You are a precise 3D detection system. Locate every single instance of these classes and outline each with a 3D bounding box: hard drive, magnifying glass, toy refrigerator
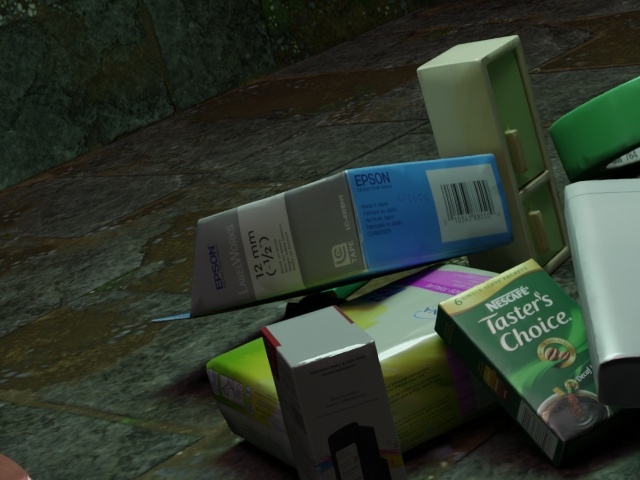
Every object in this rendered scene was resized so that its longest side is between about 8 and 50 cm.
[{"bbox_3d":[0.332,0.031,1.304,0.233,0.047,0.353,-2,24,5],"label":"hard drive"},{"bbox_3d":[0.013,0.065,1.933,0.092,0.026,0.231,-13,14,14],"label":"magnifying glass"},{"bbox_3d":[0.206,-0.089,1.791,0.094,0.269,0.102,-5,18,36],"label":"toy refrigerator"}]

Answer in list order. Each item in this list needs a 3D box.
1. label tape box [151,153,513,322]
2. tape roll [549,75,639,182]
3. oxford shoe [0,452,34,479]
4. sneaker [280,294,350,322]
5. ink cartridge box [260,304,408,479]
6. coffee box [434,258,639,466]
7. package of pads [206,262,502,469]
[{"bbox_3d":[0.000,0.000,1.743,0.348,0.115,0.249,-13,-3,44],"label":"label tape box"},{"bbox_3d":[0.450,-0.167,1.969,0.321,0.077,0.321,-21,-7,-3],"label":"tape roll"},{"bbox_3d":[-0.380,0.254,1.493,0.130,0.123,0.348,-32,20,-30],"label":"oxford shoe"},{"bbox_3d":[0.003,0.106,1.702,0.082,0.069,0.209,-11,15,7],"label":"sneaker"},{"bbox_3d":[0.015,0.157,1.300,0.072,0.175,0.127,-17,15,-11],"label":"ink cartridge box"},{"bbox_3d":[0.196,0.103,1.373,0.113,0.040,0.184,-23,51,-22],"label":"coffee box"},{"bbox_3d":[0.067,0.122,1.515,0.297,0.101,0.229,-23,15,-21],"label":"package of pads"}]
